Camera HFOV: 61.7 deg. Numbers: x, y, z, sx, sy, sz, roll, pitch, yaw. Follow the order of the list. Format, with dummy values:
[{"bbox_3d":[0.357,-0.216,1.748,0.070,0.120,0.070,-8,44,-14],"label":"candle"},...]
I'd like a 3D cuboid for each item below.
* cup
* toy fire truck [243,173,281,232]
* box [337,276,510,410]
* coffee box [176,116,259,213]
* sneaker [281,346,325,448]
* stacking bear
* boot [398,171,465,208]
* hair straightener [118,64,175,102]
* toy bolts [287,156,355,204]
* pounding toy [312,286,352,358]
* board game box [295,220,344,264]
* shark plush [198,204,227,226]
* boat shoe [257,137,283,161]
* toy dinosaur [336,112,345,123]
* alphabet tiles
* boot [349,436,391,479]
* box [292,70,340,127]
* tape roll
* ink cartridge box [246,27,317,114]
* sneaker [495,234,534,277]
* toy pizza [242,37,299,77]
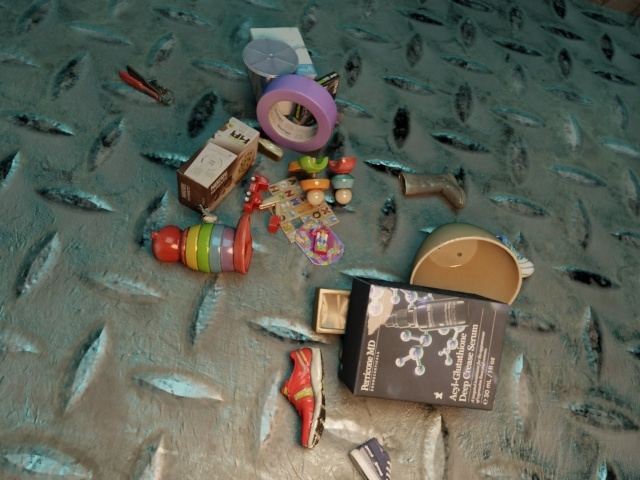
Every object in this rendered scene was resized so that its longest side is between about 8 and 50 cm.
[{"bbox_3d":[0.435,0.073,1.699,0.331,0.331,0.237,12,30,-6],"label":"cup"},{"bbox_3d":[-0.186,-0.128,1.799,0.135,0.047,0.192,12,61,1],"label":"toy fire truck"},{"bbox_3d":[0.278,0.278,1.486,0.395,0.212,0.294,8,90,-9],"label":"box"},{"bbox_3d":[-0.336,-0.244,1.774,0.119,0.168,0.297,31,56,7],"label":"coffee box"},{"bbox_3d":[-0.048,0.431,1.476,0.118,0.107,0.279,-5,55,6],"label":"sneaker"},{"bbox_3d":[-0.363,0.016,1.619,0.289,0.175,0.164,3,50,0],"label":"stacking bear"},{"bbox_3d":[0.408,-0.186,1.967,0.208,0.076,0.190,0,44,-21],"label":"boot"},{"bbox_3d":[-0.630,-0.585,1.991,0.230,0.047,0.089,31,57,7],"label":"hair straightener"},{"bbox_3d":[0.006,-0.201,1.863,0.228,0.218,0.158,-5,92,-30],"label":"toy bolts"},{"bbox_3d":[0.070,0.250,1.607,0.181,0.094,0.206,5,88,-10],"label":"pounding toy"},{"bbox_3d":[0.000,0.000,1.772,0.133,0.033,0.169,-31,73,-28],"label":"board game box"},{"bbox_3d":[-0.359,-0.076,1.680,0.073,0.161,0.067,-18,73,16],"label":"shark plush"},{"bbox_3d":[-0.195,-0.339,1.941,0.135,0.050,0.045,36,54,-2],"label":"boat shoe"},{"bbox_3d":[0.042,-0.460,2.061,0.047,0.090,0.082,35,24,28],"label":"toy dinosaur"},{"bbox_3d":[-0.077,-0.118,1.850,0.198,0.009,0.237,-24,67,-25],"label":"alphabet tiles"},{"bbox_3d":[0.163,0.616,1.407,0.086,0.069,0.190,-26,66,-23],"label":"boot"},{"bbox_3d":[-0.017,-0.518,2.008,0.184,0.191,0.045,-33,68,-29],"label":"box"},{"bbox_3d":[-0.083,-0.445,1.895,0.274,0.275,0.090,21,57,0],"label":"tape roll"},{"bbox_3d":[-0.157,-0.647,2.051,0.197,0.198,0.270,-10,62,-18],"label":"ink cartridge box"},{"bbox_3d":[0.638,0.052,1.839,0.240,0.126,0.091,15,56,-3],"label":"sneaker"},{"bbox_3d":[-0.177,-0.644,1.907,0.201,0.032,0.201,6,58,-10],"label":"toy pizza"}]
